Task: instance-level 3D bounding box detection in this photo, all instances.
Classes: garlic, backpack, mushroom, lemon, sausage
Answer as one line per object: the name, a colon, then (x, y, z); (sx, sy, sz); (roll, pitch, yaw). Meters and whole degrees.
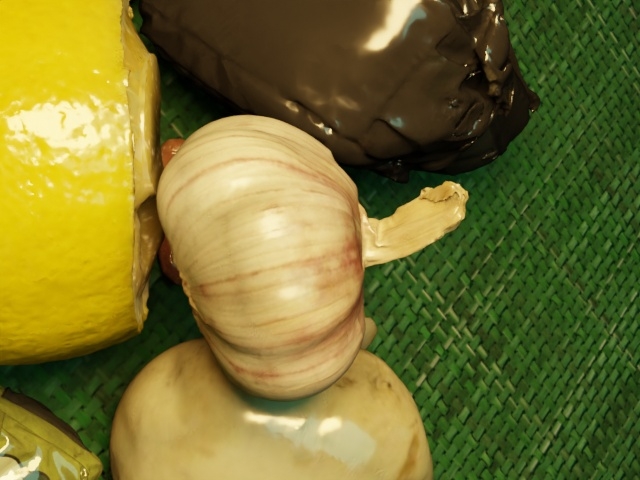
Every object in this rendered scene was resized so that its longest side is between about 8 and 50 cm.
garlic: (0.000, 0.000, 1.012); (0.253, 0.245, 0.245); (-17, 94, 4)
backpack: (-0.338, 0.210, 1.078); (0.253, 0.140, 0.207); (38, 65, -16)
mushroom: (-0.038, 0.185, 1.233); (0.314, 0.314, 0.336); (49, 30, -18)
lemon: (-0.300, -0.062, 1.029); (0.364, 0.364, 0.364); (5, 81, -33)
backpack: (0.052, -0.198, 1.248); (0.254, 0.363, 0.446); (-59, 157, 6)
sausage: (-0.153, -0.030, 1.290); (0.042, 0.036, 0.157); (-3, 83, 1)
